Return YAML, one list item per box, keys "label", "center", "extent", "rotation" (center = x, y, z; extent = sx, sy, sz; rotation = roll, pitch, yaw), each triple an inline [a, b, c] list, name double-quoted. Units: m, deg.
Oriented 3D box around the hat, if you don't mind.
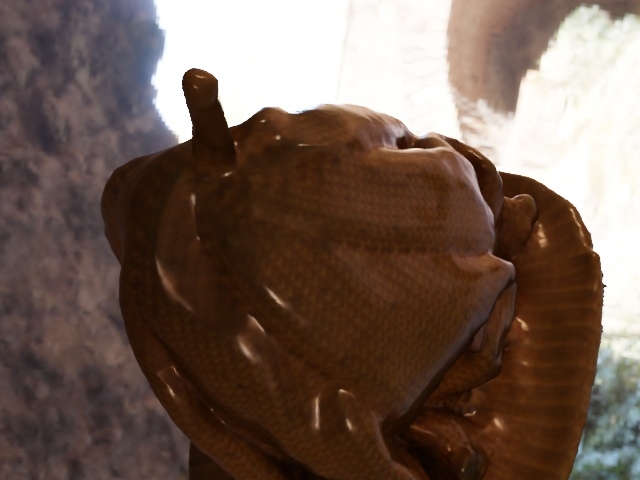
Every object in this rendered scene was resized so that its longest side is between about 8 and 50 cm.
- label: "hat"
  center: [0.000, 0.000, 0.542]
  extent: [0.233, 0.244, 0.233]
  rotation: [58, 179, 40]
